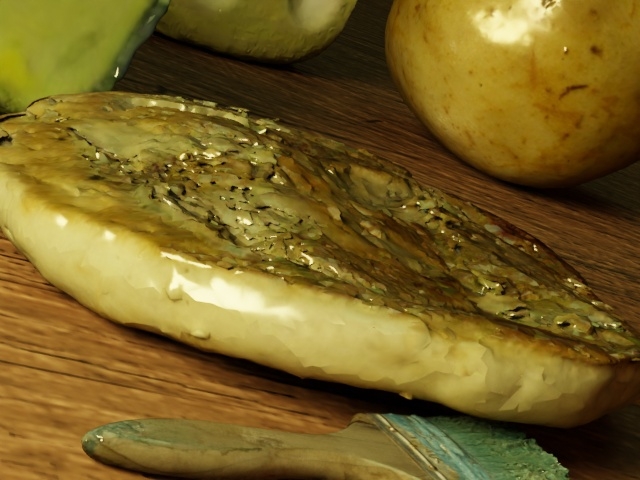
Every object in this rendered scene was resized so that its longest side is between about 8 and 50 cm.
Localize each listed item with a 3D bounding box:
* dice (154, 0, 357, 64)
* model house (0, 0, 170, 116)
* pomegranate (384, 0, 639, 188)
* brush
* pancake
[{"bbox_3d":[-0.093,-0.304,1.249,0.226,0.233,0.238,9,19,-35],"label":"dice"},{"bbox_3d":[-0.205,-0.181,0.790,0.211,0.194,0.170,18,-6,42],"label":"model house"},{"bbox_3d":[0.179,-0.159,1.125,0.260,0.260,0.260,19,16,-6],"label":"pomegranate"},{"bbox_3d":[0.006,0.076,0.493,0.196,0.021,0.070,10,17,-33],"label":"brush"},{"bbox_3d":[0.001,-0.002,0.674,0.356,0.065,0.356,21,15,-6],"label":"pancake"}]
